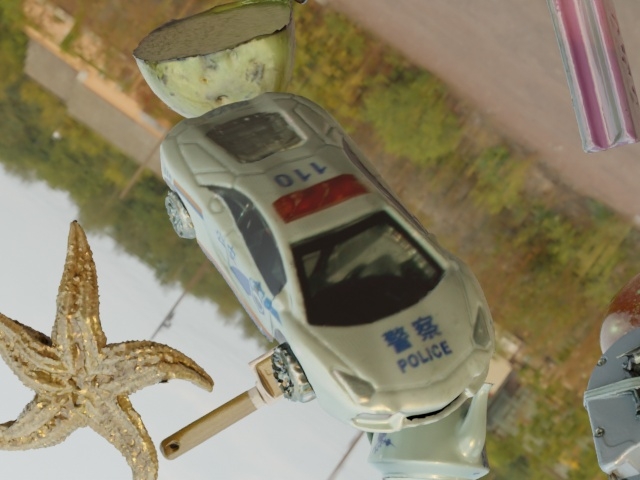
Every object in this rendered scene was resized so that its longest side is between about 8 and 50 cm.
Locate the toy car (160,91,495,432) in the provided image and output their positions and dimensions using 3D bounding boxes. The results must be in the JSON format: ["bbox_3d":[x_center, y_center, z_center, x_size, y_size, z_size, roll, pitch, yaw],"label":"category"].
[{"bbox_3d":[0.000,0.000,0.501,0.205,0.095,0.056,51,153,41],"label":"toy car"}]

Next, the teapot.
[{"bbox_3d":[0.139,0.242,1.452,0.159,0.159,0.232,35,150,-28],"label":"teapot"}]

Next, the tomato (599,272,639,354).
[{"bbox_3d":[0.523,0.136,1.502,0.270,0.222,0.270,38,165,12],"label":"tomato"}]

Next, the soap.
[{"bbox_3d":[0.328,-0.207,1.321,0.122,0.065,0.203,-20,-85,-66],"label":"soap"}]

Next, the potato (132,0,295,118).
[{"bbox_3d":[-0.092,-0.168,1.118,0.271,0.160,0.111,-103,-3,-68],"label":"potato"}]

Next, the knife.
[{"bbox_3d":[-0.050,0.131,1.050,0.046,0.256,0.022,59,-171,7],"label":"knife"}]

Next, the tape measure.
[{"bbox_3d":[0.397,0.183,1.300,0.107,0.182,0.181,42,-158,-31],"label":"tape measure"}]

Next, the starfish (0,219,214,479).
[{"bbox_3d":[-0.223,0.126,1.029,0.062,0.236,0.277,-66,-38,-75],"label":"starfish"}]

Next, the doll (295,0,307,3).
[{"bbox_3d":[0.011,-0.323,0.904,0.235,0.174,0.330,1,161,6],"label":"doll"}]
